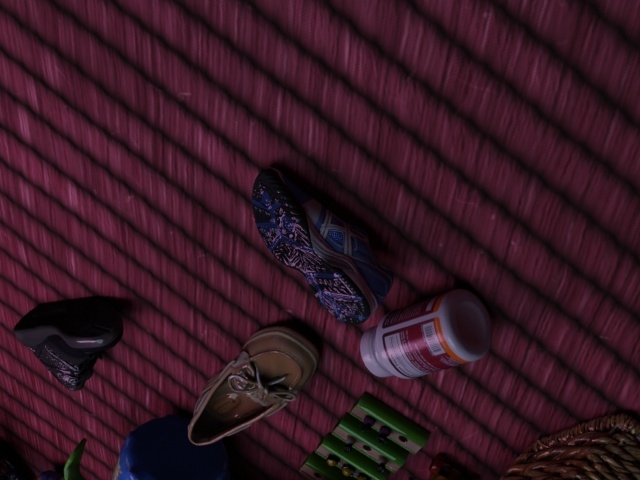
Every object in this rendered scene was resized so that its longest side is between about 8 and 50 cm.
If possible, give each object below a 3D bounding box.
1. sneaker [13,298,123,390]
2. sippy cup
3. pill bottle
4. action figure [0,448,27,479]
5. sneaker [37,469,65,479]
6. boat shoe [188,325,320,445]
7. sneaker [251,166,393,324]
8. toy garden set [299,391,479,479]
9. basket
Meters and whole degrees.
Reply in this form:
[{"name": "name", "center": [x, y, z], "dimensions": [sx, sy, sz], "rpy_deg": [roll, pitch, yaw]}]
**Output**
[{"name": "sneaker", "center": [-0.352, 0.159, 1.610], "dimensions": [0.227, 0.087, 0.130], "rpy_deg": [-8, 127, 40]}, {"name": "sippy cup", "center": [-0.240, 0.405, 1.690], "dimensions": [0.305, 0.240, 0.224], "rpy_deg": [-2, 129, -20]}, {"name": "pill bottle", "center": [0.122, 0.116, 1.276], "dimensions": [0.152, 0.086, 0.086], "rpy_deg": [-23, 115, 44]}, {"name": "action figure", "center": [-0.672, 0.410, 1.963], "dimensions": [0.341, 0.178, 0.330], "rpy_deg": [51, 149, -14]}, {"name": "sneaker", "center": [-0.425, 0.535, 2.023], "dimensions": [0.131, 0.112, 0.296], "rpy_deg": [-15, 122, 15]}, {"name": "boat shoe", "center": [-0.096, 0.211, 1.497], "dimensions": [0.104, 0.089, 0.285], "rpy_deg": [38, 138, -5]}, {"name": "sneaker", "center": [0.000, 0.000, 1.251], "dimensions": [0.211, 0.081, 0.080], "rpy_deg": [52, 139, 4]}, {"name": "toy garden set", "center": [0.092, 0.342, 1.539], "dimensions": [0.204, 0.049, 0.244], "rpy_deg": [32, 139, 0]}, {"name": "basket", "center": [0.373, 0.374, 1.367], "dimensions": [0.299, 0.223, 0.213], "rpy_deg": [42, 171, -10]}]
